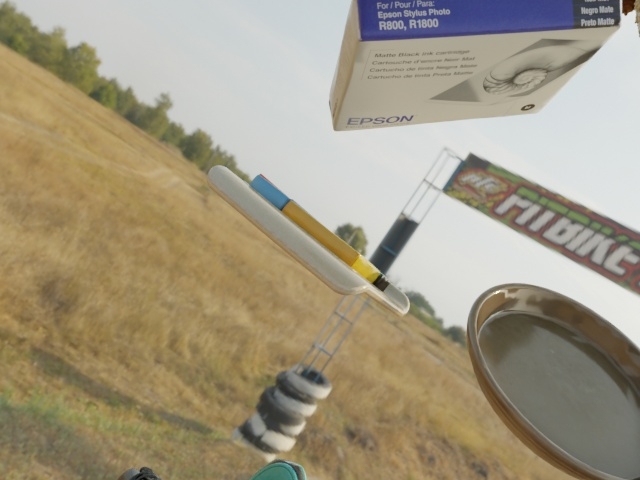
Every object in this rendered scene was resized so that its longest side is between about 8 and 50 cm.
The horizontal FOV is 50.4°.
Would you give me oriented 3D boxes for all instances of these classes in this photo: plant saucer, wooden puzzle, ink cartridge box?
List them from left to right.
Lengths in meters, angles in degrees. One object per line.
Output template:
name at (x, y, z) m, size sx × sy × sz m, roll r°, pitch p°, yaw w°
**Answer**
wooden puzzle at (0.000, 0.000, 0.797) m, size 0.221 × 0.044 × 0.238 m, roll 39°, pitch 5°, yaw 22°
ink cartridge box at (0.128, -0.166, 0.580) m, size 0.223 × 0.045 × 0.224 m, roll -6°, pitch -16°, yaw -7°
plant saucer at (0.282, 0.159, 0.761) m, size 0.278 × 0.041 × 0.278 m, roll 17°, pitch 37°, yaw -13°

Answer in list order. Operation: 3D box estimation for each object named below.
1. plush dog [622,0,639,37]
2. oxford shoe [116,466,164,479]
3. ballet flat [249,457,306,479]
plush dog at (0.505, -0.275, 0.926) m, size 0.210 × 0.225 × 0.262 m, roll -7°, pitch -21°, yaw 40°
oxford shoe at (-0.139, 0.227, 0.538) m, size 0.096 × 0.083 × 0.227 m, roll 55°, pitch -35°, yaw 13°
ballet flat at (-0.077, 0.353, 0.776) m, size 0.087 × 0.247 × 0.083 m, roll 28°, pitch 7°, yaw -48°
